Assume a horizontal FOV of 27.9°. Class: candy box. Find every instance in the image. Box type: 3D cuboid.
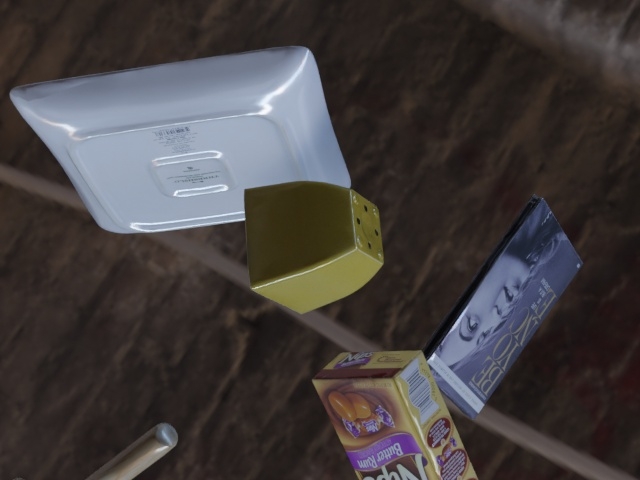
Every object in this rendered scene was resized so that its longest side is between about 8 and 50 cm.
[{"bbox_3d":[0.078,0.196,1.215,0.109,0.187,0.053,-8,-156,47],"label":"candy box"}]

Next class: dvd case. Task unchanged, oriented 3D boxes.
[{"bbox_3d":[0.198,0.076,1.398,0.221,0.018,0.164,-53,144,-7],"label":"dvd case"}]

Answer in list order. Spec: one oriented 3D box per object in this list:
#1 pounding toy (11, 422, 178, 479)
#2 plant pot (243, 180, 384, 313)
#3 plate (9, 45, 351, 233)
[{"bbox_3d":[-0.171,0.087,0.579,0.155,0.154,0.269,-44,171,-15],"label":"pounding toy"},{"bbox_3d":[0.000,0.000,0.966,0.081,0.083,0.081,30,51,-56],"label":"plant pot"},{"bbox_3d":[-0.122,-0.079,1.240,0.278,0.277,0.045,70,14,-63],"label":"plate"}]
